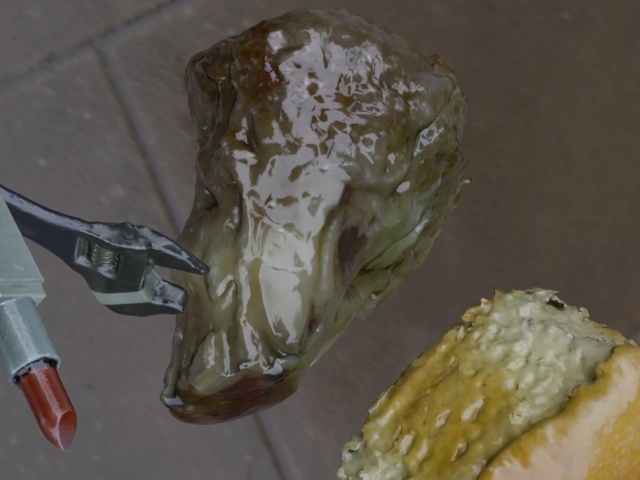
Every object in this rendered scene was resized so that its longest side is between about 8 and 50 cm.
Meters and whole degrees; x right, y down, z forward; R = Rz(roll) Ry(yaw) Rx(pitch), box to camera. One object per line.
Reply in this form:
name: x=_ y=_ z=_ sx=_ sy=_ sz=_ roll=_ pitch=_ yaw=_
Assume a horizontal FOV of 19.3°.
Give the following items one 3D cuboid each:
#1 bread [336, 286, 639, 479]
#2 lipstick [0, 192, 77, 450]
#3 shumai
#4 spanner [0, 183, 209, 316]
bread: x=0.112 y=0.121 z=0.884 sx=0.174 sy=0.121 sz=0.245 roll=-41 pitch=144 yaw=6
lipstick: x=-0.132 y=0.033 z=0.799 sx=0.030 sy=0.129 sz=0.030 roll=0 pitch=143 yaw=-50
shumai: x=0.001 y=0.003 z=1.411 sx=0.217 sy=0.283 sz=0.346 roll=0 pitch=147 yaw=6
spanner: x=-0.201 y=-0.036 z=1.052 sx=0.316 sy=0.087 sz=0.024 roll=29 pitch=60 yaw=-23
